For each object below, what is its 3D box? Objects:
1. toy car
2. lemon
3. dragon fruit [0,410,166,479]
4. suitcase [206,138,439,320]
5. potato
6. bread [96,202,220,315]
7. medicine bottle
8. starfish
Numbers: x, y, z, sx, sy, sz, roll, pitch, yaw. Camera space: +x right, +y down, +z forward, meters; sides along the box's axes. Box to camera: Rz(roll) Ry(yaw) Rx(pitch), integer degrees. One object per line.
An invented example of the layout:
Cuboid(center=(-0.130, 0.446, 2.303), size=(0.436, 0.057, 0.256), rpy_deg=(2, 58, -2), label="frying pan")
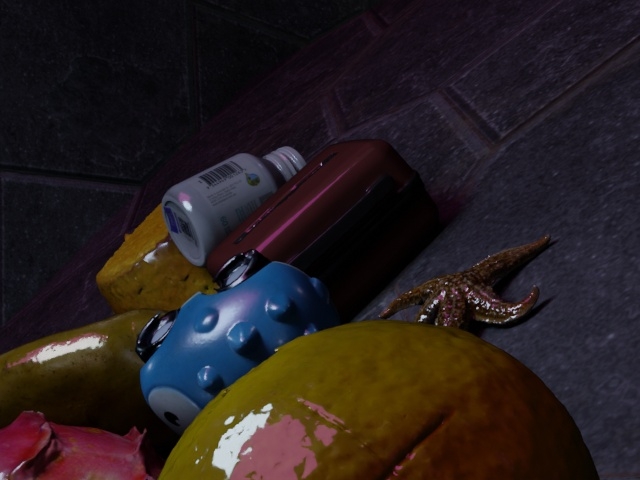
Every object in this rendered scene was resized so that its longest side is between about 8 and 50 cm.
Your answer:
Cuboid(center=(-0.088, 0.146, 1.259), size=(0.255, 0.188, 0.190), rpy_deg=(-36, 24, 9), label="toy car")
Cuboid(center=(0.035, 0.193, 0.695), size=(0.297, 0.297, 0.297), rpy_deg=(-36, 17, 12), label="lemon")
Cuboid(center=(-0.339, 0.341, 1.217), size=(0.371, 0.249, 0.386), rpy_deg=(-48, 15, -11), label="dragon fruit")
Cuboid(center=(0.000, 0.000, 1.495), size=(0.297, 0.161, 0.236), rpy_deg=(-42, 15, -13), label="suitcase")
Cuboid(center=(-0.293, 0.197, 1.410), size=(0.369, 0.176, 0.195), rpy_deg=(-12, -16, -3), label="potato")
Cuboid(center=(-0.203, 0.024, 1.810), size=(0.358, 0.204, 0.337), rpy_deg=(-46, 22, -28), label="bread")
Cuboid(center=(-0.119, -0.060, 1.633), size=(0.215, 0.135, 0.135), rpy_deg=(-29, 11, -25), label="medicine bottle")
Cuboid(center=(0.154, 0.061, 1.183), size=(0.238, 0.057, 0.213), rpy_deg=(-45, 24, -16), label="starfish")
